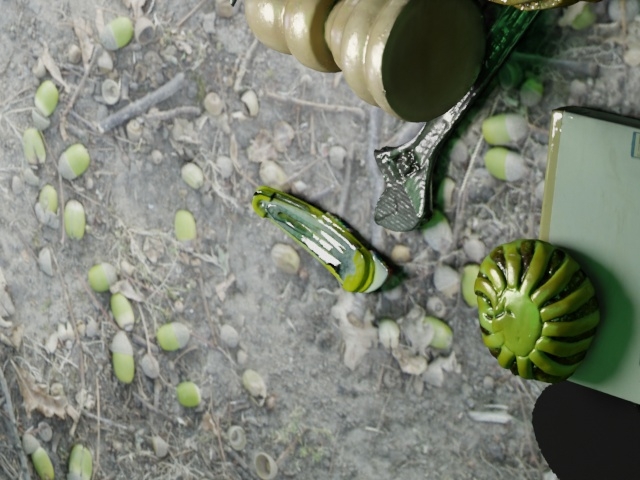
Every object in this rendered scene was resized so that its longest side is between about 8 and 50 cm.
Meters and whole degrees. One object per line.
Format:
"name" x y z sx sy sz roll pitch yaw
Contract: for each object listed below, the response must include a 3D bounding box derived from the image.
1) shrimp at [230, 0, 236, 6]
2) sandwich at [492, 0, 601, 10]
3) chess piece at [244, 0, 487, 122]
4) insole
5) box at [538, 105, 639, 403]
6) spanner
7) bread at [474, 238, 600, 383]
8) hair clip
"shrimp" 0.010 -0.395 1.756 0.172 0.137 0.372 25 113 21
"sandwich" 0.171 -0.369 1.626 0.271 0.099 0.301 38 127 51
"chess piece" 0.031 -0.217 1.807 0.261 0.143 0.142 26 119 45
"insole" 0.301 0.216 1.712 0.322 0.007 0.109 31 97 53
"box" 0.297 0.019 1.716 0.211 0.045 0.270 15 112 35
"spanner" 0.135 -0.130 1.816 0.093 0.026 0.325 47 126 18
"bread" 0.203 0.069 1.734 0.130 0.071 0.139 23 117 29
"hair clip" 0.000 0.000 1.958 0.188 0.033 0.060 37 125 22
